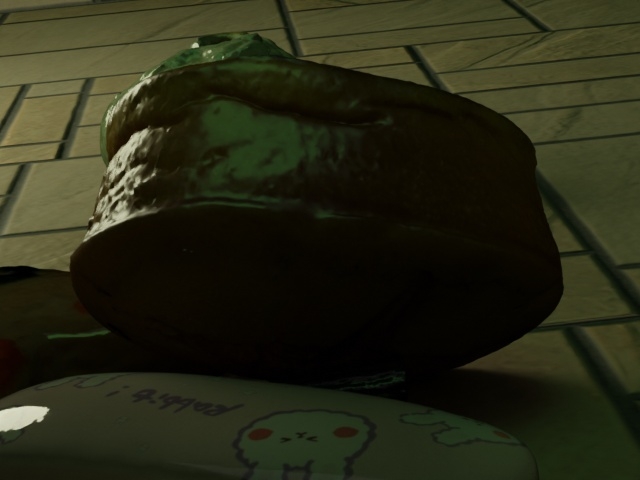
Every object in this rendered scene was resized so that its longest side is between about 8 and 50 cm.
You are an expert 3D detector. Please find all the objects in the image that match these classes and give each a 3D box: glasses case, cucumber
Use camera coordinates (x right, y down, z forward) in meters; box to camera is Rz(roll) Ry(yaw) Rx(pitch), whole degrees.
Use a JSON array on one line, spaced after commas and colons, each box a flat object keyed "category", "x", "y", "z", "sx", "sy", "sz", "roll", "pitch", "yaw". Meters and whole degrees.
[{"category": "glasses case", "x": -0.043, "y": 0.109, "z": 0.837, "sx": 0.296, "sy": 0.075, "sz": 0.113, "roll": 3, "pitch": 19, "yaw": 31}, {"category": "cucumber", "x": -0.004, "y": 0.091, "z": 0.954, "sx": 0.105, "sy": 0.048, "sz": 0.048, "roll": -10, "pitch": 15, "yaw": -7}]

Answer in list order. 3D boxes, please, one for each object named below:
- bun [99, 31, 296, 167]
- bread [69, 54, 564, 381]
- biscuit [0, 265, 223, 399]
[{"category": "bun", "x": -0.090, "y": -0.116, "z": 1.612, "sx": 0.203, "sy": 0.127, "sz": 0.212, "roll": 0, "pitch": 16, "yaw": 26}, {"category": "bread", "x": 0.000, "y": 0.000, "z": 0.999, "sx": 0.269, "sy": 0.143, "sz": 0.195, "roll": 11, "pitch": -26, "yaw": -21}, {"category": "biscuit", "x": -0.283, "y": 0.061, "z": 1.113, "sx": 0.394, "sy": 0.076, "sz": 0.368, "roll": 7, "pitch": 18, "yaw": 39}]
